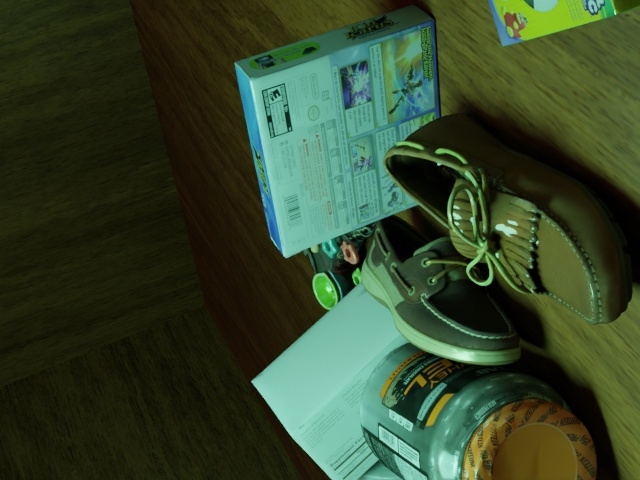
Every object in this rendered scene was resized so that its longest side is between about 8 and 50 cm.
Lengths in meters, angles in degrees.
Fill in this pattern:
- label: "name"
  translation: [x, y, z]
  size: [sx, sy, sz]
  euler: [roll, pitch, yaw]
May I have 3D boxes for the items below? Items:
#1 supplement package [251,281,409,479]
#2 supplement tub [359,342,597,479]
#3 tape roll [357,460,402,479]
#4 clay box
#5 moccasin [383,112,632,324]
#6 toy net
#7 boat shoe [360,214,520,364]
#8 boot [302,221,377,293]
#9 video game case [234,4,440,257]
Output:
- label: "supplement package"
  translation: [0.056, 0.218, 1.528]
  size: [0.145, 0.262, 0.204]
  euler: [52, 173, -26]
- label: "supplement tub"
  translation: [0.199, 0.256, 1.273]
  size: [0.338, 0.207, 0.207]
  euler: [13, 123, 71]
- label: "tape roll"
  translation: [0.139, 0.338, 1.563]
  size: [0.219, 0.219, 0.072]
  euler: [40, 147, 60]
- label: "clay box"
  translation: [0.212, -0.250, 0.842]
  size: [0.127, 0.053, 0.222]
  euler: [70, 165, -9]
- label: "moccasin"
  translation: [0.188, -0.028, 1.041]
  size: [0.380, 0.147, 0.139]
  euler: [52, 157, 47]
- label: "toy net"
  translation: [0.000, 0.000, 1.655]
  size: [0.232, 0.045, 0.122]
  euler: [64, 150, 6]
- label: "boat shoe"
  translation: [0.156, 0.054, 1.302]
  size: [0.342, 0.123, 0.123]
  euler: [-134, 47, -61]
- label: "boot"
  translation: [0.049, 0.012, 1.698]
  size: [0.263, 0.091, 0.229]
  euler: [58, 155, 11]
- label: "video game case"
  translation: [0.034, -0.137, 1.237]
  size: [0.061, 0.244, 0.269]
  euler: [-127, 22, -49]
